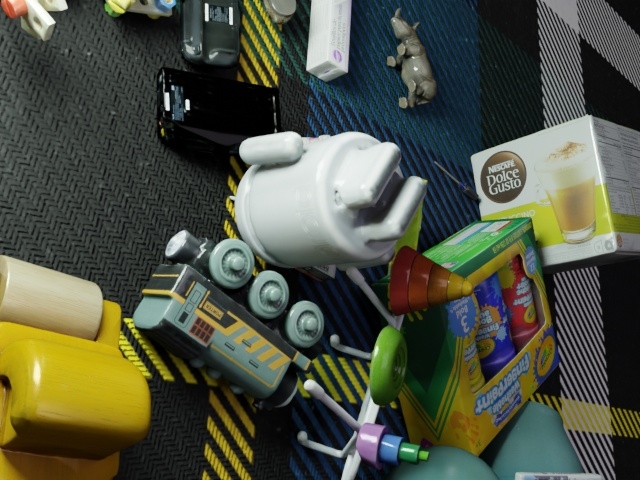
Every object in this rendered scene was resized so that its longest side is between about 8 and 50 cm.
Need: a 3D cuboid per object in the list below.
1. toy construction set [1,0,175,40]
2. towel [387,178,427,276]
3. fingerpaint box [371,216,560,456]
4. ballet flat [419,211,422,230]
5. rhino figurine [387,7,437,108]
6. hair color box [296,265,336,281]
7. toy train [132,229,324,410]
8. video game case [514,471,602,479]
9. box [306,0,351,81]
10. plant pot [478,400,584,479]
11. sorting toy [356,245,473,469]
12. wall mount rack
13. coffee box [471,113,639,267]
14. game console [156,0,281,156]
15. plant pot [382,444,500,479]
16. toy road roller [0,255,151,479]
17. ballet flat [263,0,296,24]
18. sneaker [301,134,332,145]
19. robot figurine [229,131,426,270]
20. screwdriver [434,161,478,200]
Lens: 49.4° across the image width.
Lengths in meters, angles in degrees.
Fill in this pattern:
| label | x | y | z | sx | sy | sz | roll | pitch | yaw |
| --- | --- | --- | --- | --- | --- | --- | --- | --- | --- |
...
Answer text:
| label | x | y | z | sx | sy | sz | roll | pitch | yaw |
| --- | --- | --- | --- | --- | --- | --- | --- | --- | --- |
| toy construction set | -0.363 | -0.395 | 1.015 | 0.215 | 0.151 | 0.327 | 61 | 34 | -15 |
| towel | 0.179 | -0.007 | 1.456 | 0.102 | 0.021 | 0.237 | -26 | 128 | -49 |
| fingerpaint box | 0.339 | 0.188 | 1.514 | 0.445 | 0.163 | 0.371 | -25 | 105 | -46 |
| ballet flat | 0.136 | -0.032 | 1.466 | 0.248 | 0.086 | 0.086 | -11 | 87 | -47 |
| rhino figurine | 0.213 | -0.435 | 1.653 | 0.106 | 0.073 | 0.243 | -10 | 85 | -42 |
| hair color box | 0.000 | 0.000 | 1.338 | 0.072 | 0.043 | 0.141 | 30 | 58 | -36 |
| toy train | -0.136 | 0.132 | 1.109 | 0.334 | 0.142 | 0.190 | 43 | 64 | -31 |
| video game case | 0.439 | 0.538 | 1.306 | 0.184 | 0.023 | 0.201 | 7 | 88 | -18 |
| box | 0.023 | -0.498 | 1.482 | 0.063 | 0.067 | 0.324 | 20 | 65 | -41 |
| plant pot | 0.443 | 0.503 | 1.514 | 0.271 | 0.272 | 0.255 | 44 | 37 | -28 |
| sorting toy | 0.159 | 0.183 | 1.101 | 0.127 | 0.126 | 0.365 | 56 | 45 | -57 |
| wall mount rack | 0.050 | 0.219 | 1.162 | 0.131 | 0.304 | 0.350 | 19 | 58 | 3 |
| coffee box | 0.642 | -0.099 | 1.805 | 0.338 | 0.338 | 0.334 | 1 | 77 | -45 |
| game console | -0.177 | -0.319 | 1.216 | 0.213 | 0.044 | 0.361 | 5 | 72 | -28 |
| plant pot | 0.220 | 0.519 | 1.259 | 0.293 | 0.293 | 0.235 | 59 | 31 | -16 |
| toy road roller | -0.309 | 0.155 | 0.800 | 0.202 | 0.241 | 0.329 | 24 | 48 | -40 |
| ballet flat | -0.092 | -0.541 | 1.391 | 0.084 | 0.058 | 0.249 | -2 | 74 | -24 |
| sneaker | -0.015 | -0.156 | 1.316 | 0.252 | 0.111 | 0.103 | -2 | 80 | -45 |
| robot figurine | -0.003 | -0.059 | 1.128 | 0.300 | 0.353 | 0.199 | 51 | 55 | -25 |
| screwdriver | 0.339 | -0.152 | 1.746 | 0.170 | 0.024 | 0.025 | 37 | 25 | -25 |
